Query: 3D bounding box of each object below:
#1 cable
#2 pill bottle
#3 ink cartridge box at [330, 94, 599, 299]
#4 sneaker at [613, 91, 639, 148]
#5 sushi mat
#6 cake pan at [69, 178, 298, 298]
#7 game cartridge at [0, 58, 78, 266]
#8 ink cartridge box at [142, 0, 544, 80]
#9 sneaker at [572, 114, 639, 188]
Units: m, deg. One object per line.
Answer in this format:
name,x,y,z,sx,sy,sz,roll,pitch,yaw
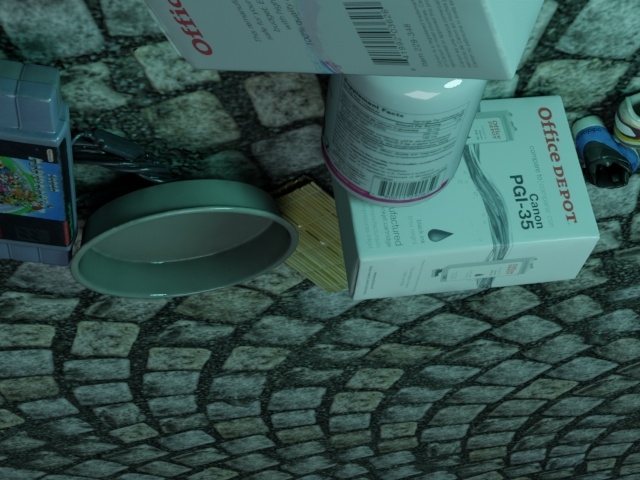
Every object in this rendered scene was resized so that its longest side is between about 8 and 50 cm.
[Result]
cable,-0.260,-0.071,1.294,0.184,0.047,0.150,19,142,-41
pill bottle,0.089,-0.170,1.086,0.160,0.160,0.283,-4,152,-8
ink cartridge box,0.163,-0.055,1.268,0.283,0.207,0.117,-5,153,-7
sneaker,0.455,-0.159,1.299,0.185,0.069,0.084,-11,157,4
sushi mat,0.000,0.000,1.524,0.151,0.019,0.316,-20,150,22
cake pan,-0.176,0.000,1.371,0.293,0.054,0.293,-10,159,-4
game cartridge,-0.392,-0.080,1.190,0.230,0.068,0.355,11,149,-3
ink cartridge box,-0.004,-0.242,0.795,0.306,0.131,0.226,9,149,32
sneaker,0.378,-0.096,1.380,0.058,0.084,0.152,-24,149,26
